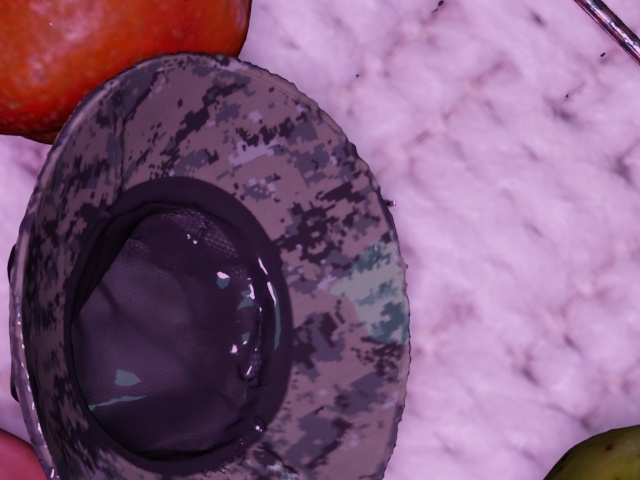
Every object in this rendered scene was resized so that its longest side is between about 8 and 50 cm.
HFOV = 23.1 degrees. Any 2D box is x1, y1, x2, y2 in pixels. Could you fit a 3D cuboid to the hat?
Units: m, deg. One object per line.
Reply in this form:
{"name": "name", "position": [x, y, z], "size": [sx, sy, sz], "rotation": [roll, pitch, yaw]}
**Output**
{"name": "hat", "position": [-0.080, 0.041, 0.758], "size": [0.266, 0.128, 0.265], "rotation": [11, 75, -47]}

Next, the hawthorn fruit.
{"name": "hawthorn fruit", "position": [-0.109, -0.135, 0.782], "size": [0.188, 0.169, 0.169], "rotation": [-25, 80, 14]}

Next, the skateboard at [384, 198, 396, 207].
{"name": "skateboard", "position": [0.000, 0.000, 0.850], "size": [0.083, 0.032, 0.063], "rotation": [-7, 87, -10]}

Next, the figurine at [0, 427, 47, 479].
{"name": "figurine", "position": [-0.166, 0.181, 0.713], "size": [0.387, 0.166, 0.207], "rotation": [44, 39, 5]}

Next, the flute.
{"name": "flute", "position": [0.100, -0.200, 0.926], "size": [0.269, 0.014, 0.014], "rotation": [46, 72, 3]}

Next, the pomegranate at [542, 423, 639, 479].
{"name": "pomegranate", "position": [0.188, 0.208, 0.763], "size": [0.214, 0.214, 0.248], "rotation": [-45, 124, -18]}
